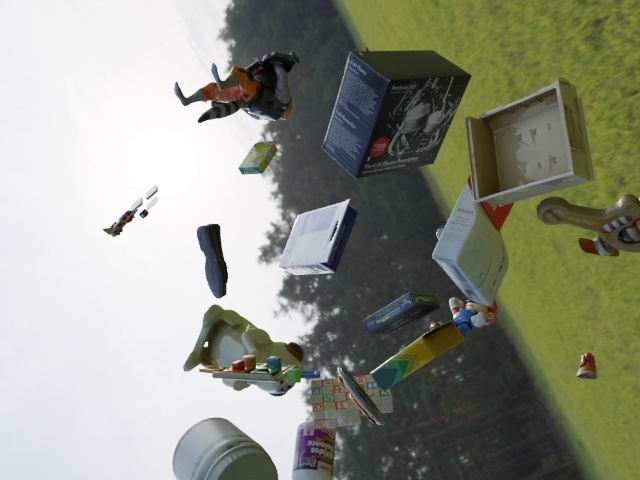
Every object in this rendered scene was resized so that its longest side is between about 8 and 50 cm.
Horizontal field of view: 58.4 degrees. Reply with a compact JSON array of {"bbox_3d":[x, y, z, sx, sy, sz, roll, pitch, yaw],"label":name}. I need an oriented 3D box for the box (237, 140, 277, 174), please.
[{"bbox_3d":[-0.244,-0.334,2.282,0.043,0.105,0.179,63,-140,-41],"label":"box"}]

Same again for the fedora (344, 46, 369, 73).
[{"bbox_3d":[0.129,-0.611,2.089,0.194,0.079,0.194,9,-90,-86],"label":"fedora"}]

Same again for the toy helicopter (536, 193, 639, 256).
[{"bbox_3d":[0.752,-0.042,1.537,0.234,0.356,0.140,100,-178,-53],"label":"toy helicopter"}]

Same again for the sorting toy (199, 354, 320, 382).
[{"bbox_3d":[-0.173,0.343,1.549,0.196,0.348,0.047,12,-102,-73],"label":"sorting toy"}]

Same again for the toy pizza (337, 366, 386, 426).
[{"bbox_3d":[0.107,0.433,1.573,0.201,0.032,0.201,50,179,1],"label":"toy pizza"}]

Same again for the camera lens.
[{"bbox_3d":[-0.269,0.632,1.587,0.274,0.219,0.219,9,138,55],"label":"camera lens"}]

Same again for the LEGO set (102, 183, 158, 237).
[{"bbox_3d":[-0.603,-0.101,1.836,0.060,0.182,0.244,50,-178,-26],"label":"LEGO set"}]

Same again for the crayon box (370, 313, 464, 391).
[{"bbox_3d":[0.337,0.373,1.897,0.202,0.318,0.081,-13,-116,-47],"label":"crayon box"}]

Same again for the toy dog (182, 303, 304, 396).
[{"bbox_3d":[-0.274,0.465,2.263,0.408,0.284,0.395,25,179,10],"label":"toy dog"}]

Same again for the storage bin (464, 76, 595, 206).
[{"bbox_3d":[0.517,-0.241,1.439,0.123,0.262,0.260,8,-107,-40],"label":"storage bin"}]

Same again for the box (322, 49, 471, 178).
[{"bbox_3d":[0.221,-0.378,1.690,0.344,0.312,0.179,-15,-133,-35],"label":"box"}]

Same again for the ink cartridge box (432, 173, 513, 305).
[{"bbox_3d":[0.500,-0.038,1.703,0.091,0.384,0.308,17,163,43],"label":"ink cartridge box"}]

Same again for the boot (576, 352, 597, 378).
[{"bbox_3d":[0.843,0.396,1.811,0.158,0.059,0.084,27,-113,-64],"label":"boot"}]

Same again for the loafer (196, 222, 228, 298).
[{"bbox_3d":[-0.405,0.078,2.269,0.095,0.109,0.302,-21,-77,-43],"label":"loafer"}]

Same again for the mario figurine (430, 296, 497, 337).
[{"bbox_3d":[0.574,0.281,2.260,0.198,0.321,0.170,40,137,29],"label":"mario figurine"}]

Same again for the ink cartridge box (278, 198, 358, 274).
[{"bbox_3d":[0.000,0.000,1.440,0.065,0.165,0.333,26,167,-19],"label":"ink cartridge box"}]

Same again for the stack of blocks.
[{"bbox_3d":[0.117,0.600,2.149,0.171,0.298,0.087,-97,1,-63],"label":"stack of blocks"}]

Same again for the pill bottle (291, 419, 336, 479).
[{"bbox_3d":[-0.029,0.903,2.324,0.169,0.169,0.301,51,-146,-42],"label":"pill bottle"}]

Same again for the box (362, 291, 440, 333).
[{"bbox_3d":[0.300,0.272,2.118,0.184,0.233,0.059,13,-132,-49],"label":"box"}]

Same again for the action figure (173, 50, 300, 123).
[{"bbox_3d":[-0.215,-0.368,1.529,0.330,0.341,0.178,-4,-103,-43],"label":"action figure"}]

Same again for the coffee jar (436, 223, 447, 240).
[{"bbox_3d":[0.458,0.032,1.919,0.184,0.079,0.096,57,-176,-32],"label":"coffee jar"}]
